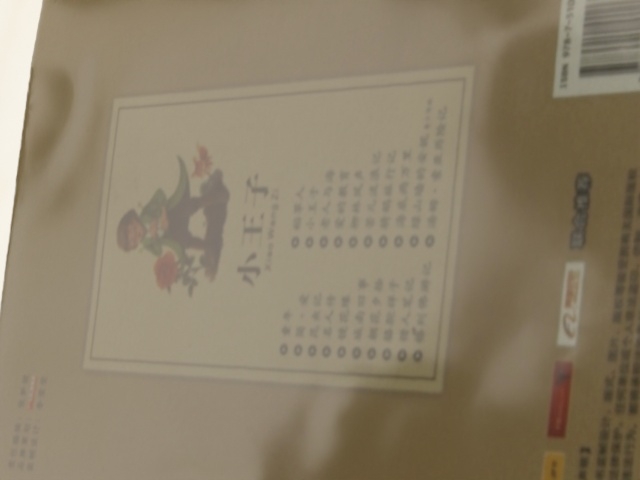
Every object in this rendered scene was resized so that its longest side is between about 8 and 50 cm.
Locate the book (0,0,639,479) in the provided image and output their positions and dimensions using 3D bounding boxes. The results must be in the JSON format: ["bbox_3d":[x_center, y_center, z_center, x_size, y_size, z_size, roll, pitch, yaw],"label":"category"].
[{"bbox_3d":[0.000,0.000,0.379,0.198,0.016,0.138,0,80,45],"label":"book"}]
